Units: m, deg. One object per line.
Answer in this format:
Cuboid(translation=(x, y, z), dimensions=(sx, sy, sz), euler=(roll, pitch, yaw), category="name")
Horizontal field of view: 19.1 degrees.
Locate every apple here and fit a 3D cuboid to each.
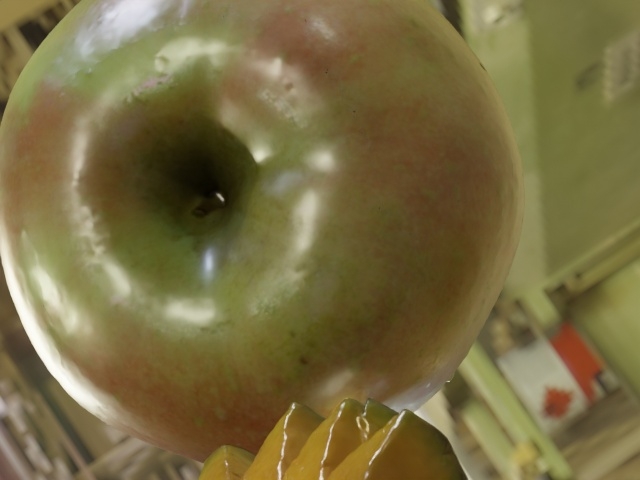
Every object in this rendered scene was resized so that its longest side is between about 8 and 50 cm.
Cuboid(translation=(-0.034, -0.020, 1.132), dimensions=(0.319, 0.319, 0.277), euler=(55, -172, 17), category="apple")

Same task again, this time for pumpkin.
Cuboid(translation=(0.028, 0.145, 0.663), dimensions=(0.149, 0.130, 0.254), euler=(39, 167, -17), category="pumpkin")

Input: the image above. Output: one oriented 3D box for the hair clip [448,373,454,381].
Cuboid(translation=(0.011, -0.004, 1.607), dimensions=(0.282, 0.173, 0.113), euler=(61, 140, 18), category="hair clip")
